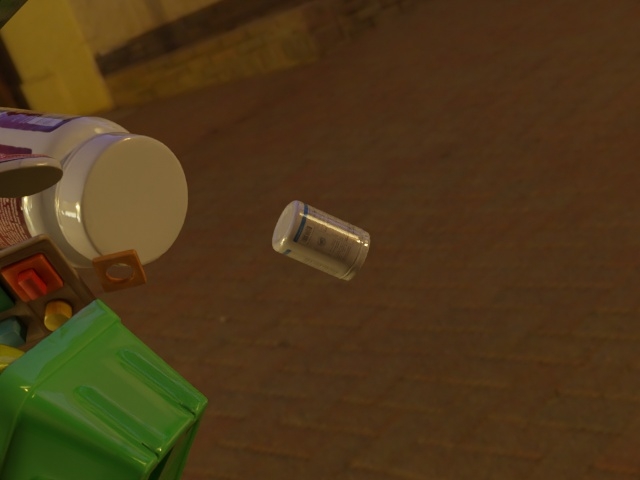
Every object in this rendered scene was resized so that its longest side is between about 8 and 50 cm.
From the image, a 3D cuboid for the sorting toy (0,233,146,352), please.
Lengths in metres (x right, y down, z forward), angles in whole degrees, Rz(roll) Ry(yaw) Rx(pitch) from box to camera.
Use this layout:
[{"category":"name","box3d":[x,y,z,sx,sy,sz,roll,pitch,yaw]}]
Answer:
[{"category":"sorting toy","box3d":[-0.410,0.090,1.770,0.347,0.196,0.047,-22,43,10]}]

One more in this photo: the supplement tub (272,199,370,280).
[{"category":"supplement tub","box3d":[0.000,0.000,1.609,0.071,0.107,0.071,-54,21,32]}]

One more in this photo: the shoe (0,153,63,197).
[{"category":"shoe","box3d":[-0.409,-0.095,1.560,0.178,0.081,0.063,-12,-31,-19]}]

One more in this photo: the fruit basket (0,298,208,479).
[{"category":"fruit basket","box3d":[-0.341,0.233,1.386,0.392,0.392,0.283,-18,12,23]}]

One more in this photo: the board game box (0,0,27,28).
[{"category":"board game box","box3d":[-0.144,-0.107,0.442,0.317,0.046,0.213,-59,5,-37]}]

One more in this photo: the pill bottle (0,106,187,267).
[{"category":"pill bottle","box3d":[-0.392,-0.079,1.926,0.392,0.224,0.224,11,34,45]}]
